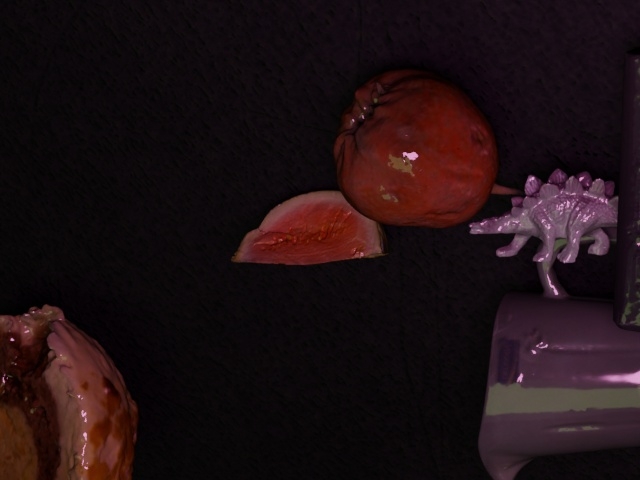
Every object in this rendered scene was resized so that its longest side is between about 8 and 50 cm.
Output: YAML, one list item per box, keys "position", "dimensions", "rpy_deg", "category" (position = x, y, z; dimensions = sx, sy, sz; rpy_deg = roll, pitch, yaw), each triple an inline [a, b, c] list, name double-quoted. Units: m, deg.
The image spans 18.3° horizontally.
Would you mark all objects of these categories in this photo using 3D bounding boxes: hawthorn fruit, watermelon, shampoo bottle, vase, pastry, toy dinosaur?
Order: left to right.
- position: [-0.283, 0.209, 2.121]
  dimensions: [0.236, 0.170, 0.256]
  rpy_deg: [52, 122, 20]
  category: "pastry"
- position: [0.002, -0.013, 1.884]
  dimensions: [0.163, 0.087, 0.069]
  rpy_deg: [-3, 92, 27]
  category: "watermelon"
- position: [0.095, -0.063, 1.744]
  dimensions: [0.189, 0.149, 0.149]
  rpy_deg: [44, 132, -3]
  category: "hawthorn fruit"
- position: [0.234, -0.020, 1.736]
  dimensions: [0.209, 0.039, 0.082]
  rpy_deg: [1, 109, -2]
  category: "toy dinosaur"
- position: [0.295, 0.108, 1.787]
  dimensions: [0.301, 0.156, 0.251]
  rpy_deg: [-1, 98, 21]
  category: "vase"
- position: [0.299, -0.005, 1.664]
  dimensions: [0.098, 0.071, 0.309]
  rpy_deg: [5, 103, 18]
  category: "shampoo bottle"
